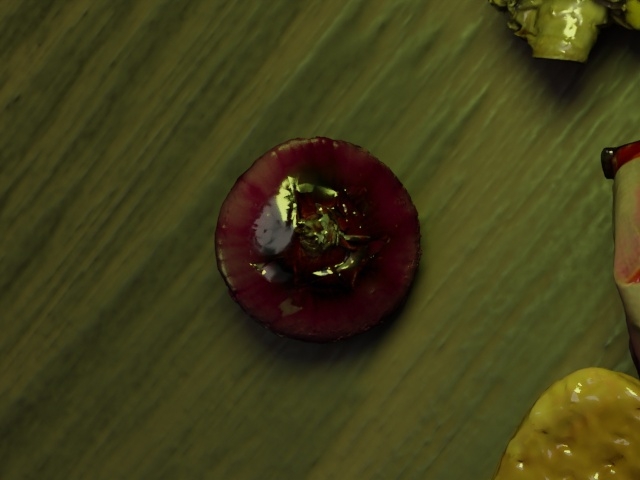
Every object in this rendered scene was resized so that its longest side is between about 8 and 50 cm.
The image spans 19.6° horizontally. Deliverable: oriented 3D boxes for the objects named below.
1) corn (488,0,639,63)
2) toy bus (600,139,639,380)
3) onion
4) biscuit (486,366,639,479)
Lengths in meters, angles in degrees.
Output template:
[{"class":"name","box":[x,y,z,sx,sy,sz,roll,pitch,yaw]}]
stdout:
[{"class":"corn","box":[0.163,-0.246,0.993,0.119,0.119,0.321,8,80,18]},{"class":"toy bus","box":[0.290,0.004,0.886,0.303,0.147,0.127,-6,121,17]},{"class":"onion","box":[0.000,0.000,1.013,0.115,0.104,0.115,0,83,-3]},{"class":"biscuit","box":[0.176,0.199,0.893,0.269,0.051,0.376,27,114,11]}]
